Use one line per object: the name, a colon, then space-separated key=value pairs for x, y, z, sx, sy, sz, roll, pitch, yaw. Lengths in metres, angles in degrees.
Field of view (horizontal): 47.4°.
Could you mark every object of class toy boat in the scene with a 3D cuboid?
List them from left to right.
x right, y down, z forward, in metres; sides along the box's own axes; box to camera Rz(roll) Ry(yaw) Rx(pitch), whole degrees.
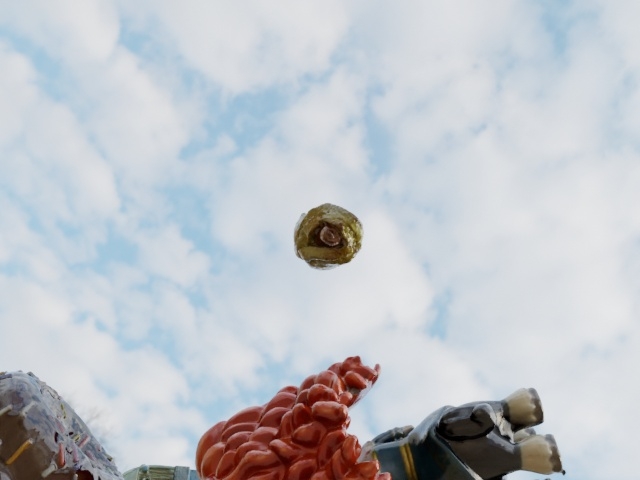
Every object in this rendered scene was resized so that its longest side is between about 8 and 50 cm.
toy boat: x=-0.275 y=0.430 z=1.288 sx=0.172 sy=0.069 sz=0.059 roll=5 pitch=-42 yaw=-5

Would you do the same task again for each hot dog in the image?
hot dog: x=0.000 y=0.001 z=0.842 sx=0.078 sy=0.061 sz=0.169 roll=43 pitch=-13 yaw=-1

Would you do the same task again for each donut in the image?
donut: x=-0.296 y=0.233 z=0.786 sx=0.235 sy=0.089 sz=0.235 roll=46 pitch=-15 yaw=16

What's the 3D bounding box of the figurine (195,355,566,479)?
figurine: x=0.070 y=0.274 z=0.824 sx=0.411 sy=0.241 sz=0.306 roll=4 pitch=-31 yaw=-21
